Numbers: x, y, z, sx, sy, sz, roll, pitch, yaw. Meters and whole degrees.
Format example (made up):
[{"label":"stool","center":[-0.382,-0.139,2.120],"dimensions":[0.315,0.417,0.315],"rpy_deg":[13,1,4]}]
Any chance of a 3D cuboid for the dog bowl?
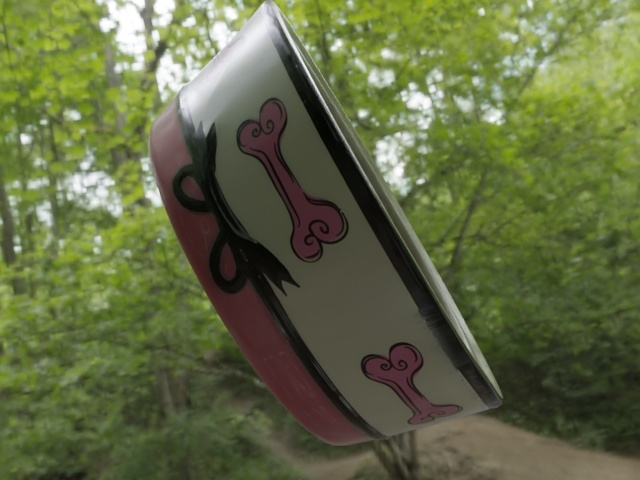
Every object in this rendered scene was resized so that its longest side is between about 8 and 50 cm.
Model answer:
[{"label":"dog bowl","center":[0.000,0.000,0.784],"dimensions":[0.150,0.408,0.408],"rpy_deg":[-31,-16,7]}]
